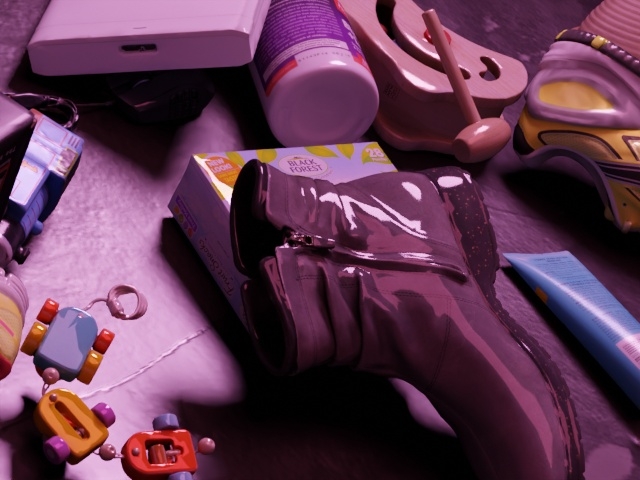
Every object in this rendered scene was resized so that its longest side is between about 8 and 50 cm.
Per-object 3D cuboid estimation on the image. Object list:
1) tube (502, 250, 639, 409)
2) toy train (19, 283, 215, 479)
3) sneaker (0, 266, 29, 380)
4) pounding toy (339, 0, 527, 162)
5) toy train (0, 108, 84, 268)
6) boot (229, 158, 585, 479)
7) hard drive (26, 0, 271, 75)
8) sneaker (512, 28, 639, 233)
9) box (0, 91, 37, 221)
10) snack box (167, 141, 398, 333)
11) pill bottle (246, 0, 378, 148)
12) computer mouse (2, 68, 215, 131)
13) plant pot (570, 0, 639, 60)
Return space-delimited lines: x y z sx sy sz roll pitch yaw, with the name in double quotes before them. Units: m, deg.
"tube" 0.252 0.072 1.713 0.080 0.052 0.207 2 36 -38
"toy train" -0.155 0.116 1.371 0.125 0.046 0.166 -6 62 -29
"sneaker" -0.305 0.050 1.341 0.208 0.081 0.094 12 40 -22
"pounding toy" 0.124 -0.184 1.862 0.154 0.155 0.269 -14 51 -38
"toy train" -0.261 -0.042 1.494 0.105 0.080 0.184 29 34 -7
"boot" 0.054 0.091 1.463 0.222 0.118 0.338 -3 57 -34
"hard drive" -0.142 -0.248 1.789 0.203 0.040 0.307 -2 33 9
"sneaker" 0.366 -0.051 1.872 0.384 0.147 0.145 34 1 10
"box" -0.337 0.097 1.049 0.097 0.318 0.395 33 34 8
"snack box" 0.000 0.000 1.615 0.207 0.070 0.174 -4 47 -38
"pill bottle" -0.018 -0.181 1.806 0.108 0.108 0.193 8 39 -25
"computer mouse" -0.192 -0.134 1.690 0.242 0.041 0.071 -14 52 -43
"plant pot" 0.389 -0.225 2.069 0.237 0.110 0.237 10 19 -3
